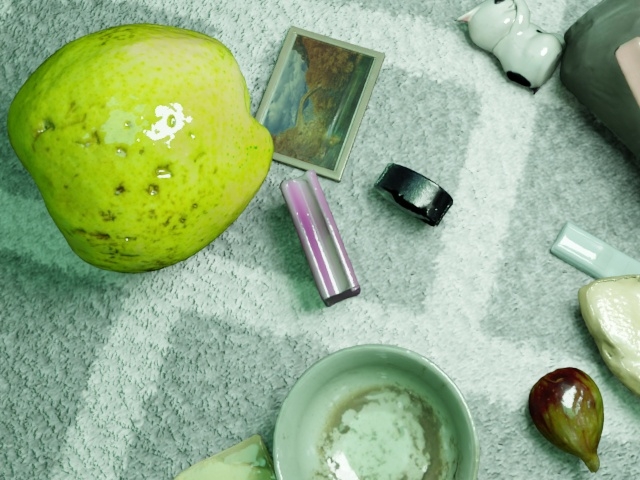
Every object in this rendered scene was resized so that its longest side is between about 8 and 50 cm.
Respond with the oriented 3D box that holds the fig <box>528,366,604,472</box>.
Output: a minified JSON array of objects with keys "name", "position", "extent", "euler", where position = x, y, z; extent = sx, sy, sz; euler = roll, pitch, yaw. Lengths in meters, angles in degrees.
[{"name":"fig","position":[0.382,0.269,1.056],"extent":[0.109,0.103,0.155],"euler":[-35,68,19]}]

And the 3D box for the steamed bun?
[{"name":"steamed bun","position":[0.509,0.160,1.070],"extent":[0.231,0.110,0.213],"euler":[1,70,10]}]

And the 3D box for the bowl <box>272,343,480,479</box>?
[{"name":"bowl","position":[0.085,0.303,1.040],"extent":[0.289,0.146,0.290],"euler":[-3,74,9]}]

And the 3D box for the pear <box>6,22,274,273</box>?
[{"name":"pear","position":[-0.257,-0.152,1.066],"extent":[0.390,0.391,0.392],"euler":[-1,78,4]}]

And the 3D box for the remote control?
[{"name":"remote control","position":[0.458,0.033,1.139],"extent":[0.162,0.029,0.061],"euler":[30,83,9]}]

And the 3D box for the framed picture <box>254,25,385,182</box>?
[{"name":"framed picture","position":[-0.009,-0.243,1.236],"extent":[0.184,0.016,0.250],"euler":[20,80,7]}]

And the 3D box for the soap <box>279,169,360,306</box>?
[{"name":"soap","position":[0.000,0.000,1.129],"extent":[0.065,0.122,0.203],"euler":[-20,78,0]}]

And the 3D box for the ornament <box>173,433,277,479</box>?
[{"name":"ornament","position":[-0.129,0.387,1.089],"extent":[0.201,0.059,0.180],"euler":[16,76,9]}]

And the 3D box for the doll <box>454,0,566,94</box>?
[{"name":"doll","position":[0.330,-0.342,1.189],"extent":[0.181,0.110,0.107],"euler":[50,125,10]}]

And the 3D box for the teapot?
[{"name":"teapot","position":[0.542,-0.212,1.033],"extent":[0.305,0.376,0.362],"euler":[-32,83,40]}]

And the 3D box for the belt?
[{"name":"belt","position":[0.151,-0.077,1.141],"extent":[0.140,0.105,0.058],"euler":[31,85,35]}]
